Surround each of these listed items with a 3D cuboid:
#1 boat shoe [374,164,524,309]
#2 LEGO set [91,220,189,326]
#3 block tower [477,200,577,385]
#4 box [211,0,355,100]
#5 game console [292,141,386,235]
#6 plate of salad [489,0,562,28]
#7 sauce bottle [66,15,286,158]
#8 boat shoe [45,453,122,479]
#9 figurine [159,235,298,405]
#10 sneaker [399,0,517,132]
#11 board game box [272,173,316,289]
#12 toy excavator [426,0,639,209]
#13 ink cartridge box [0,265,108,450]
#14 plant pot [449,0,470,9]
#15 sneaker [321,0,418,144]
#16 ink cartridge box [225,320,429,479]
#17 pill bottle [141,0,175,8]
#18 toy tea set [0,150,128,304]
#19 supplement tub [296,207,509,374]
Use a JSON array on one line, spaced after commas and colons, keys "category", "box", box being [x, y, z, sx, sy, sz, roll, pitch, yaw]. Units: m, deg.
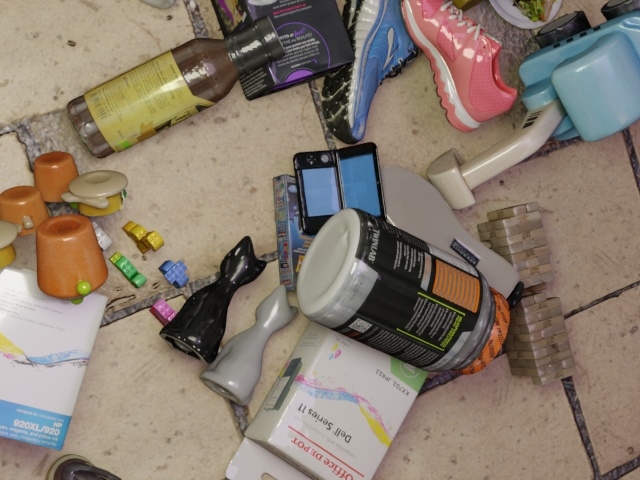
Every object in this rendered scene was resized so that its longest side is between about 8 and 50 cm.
[{"category": "boat shoe", "box": [0.191, 0.019, 1.791, 0.340, 0.158, 0.127, 44, 61, -5]}, {"category": "LEGO set", "box": [-0.276, 0.033, 1.598, 0.087, 0.093, 0.227, -46, 105, -21]}, {"category": "block tower", "box": [0.391, 0.102, 1.908, 0.091, 0.097, 0.335, -14, 91, -25]}, {"category": "box", "box": [-0.078, -0.395, 1.692, 0.165, 0.143, 0.270, -21, 96, -24]}, {"category": "game console", "box": [0.031, -0.088, 1.689, 0.124, 0.085, 0.144, -6, 87, -26]}, {"category": "plate of salad", "box": [0.408, -0.520, 1.982, 0.200, 0.048, 0.200, 1, 86, -25]}, {"category": "sauce bottle", "box": [-0.221, -0.245, 1.565, 0.344, 0.111, 0.111, -26, 98, 3]}, {"category": "boat shoe", "box": [-0.302, 0.439, 1.559, 0.285, 0.092, 0.103, 45, 70, -16]}, {"category": "figurine", "box": [-0.131, 0.131, 1.636, 0.209, 0.092, 0.215, -56, 138, -22]}, {"category": "sneaker", "box": [0.251, -0.353, 1.766, 0.314, 0.136, 0.116, 63, 34, -14]}, {"category": "board game box", "box": [0.000, 0.000, 1.748, 0.194, 0.060, 0.194, 12, 82, -24]}, {"category": "toy excavator", "box": [0.442, -0.250, 1.859, 0.222, 0.433, 0.445, 59, 39, -15]}, {"category": "ink cartridge box", "box": [-0.439, 0.166, 1.470, 0.168, 0.171, 0.232, 20, 79, -23]}, {"category": "plant pot", "box": [0.258, -0.528, 1.823, 0.212, 0.212, 0.187, 45, 82, -4]}, {"category": "sneaker", "box": [0.104, -0.323, 1.782, 0.147, 0.130, 0.330, 19, 78, -20]}, {"category": "ink cartridge box", "box": [0.018, 0.299, 1.702, 0.207, 0.119, 0.353, 37, 72, -18]}, {"category": "pill bottle", "box": [-0.252, -0.476, 1.643, 0.094, 0.094, 0.169, 26, 76, -21]}, {"category": "toy tea set", "box": [-0.378, -0.013, 1.451, 0.200, 0.336, 0.124, 2, 119, 8]}, {"category": "supplement tub", "box": [0.136, 0.092, 1.610, 0.316, 0.193, 0.193, 26, 76, -22]}]
